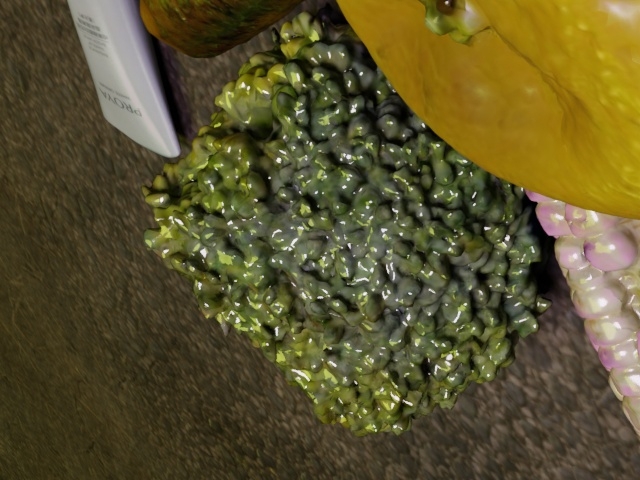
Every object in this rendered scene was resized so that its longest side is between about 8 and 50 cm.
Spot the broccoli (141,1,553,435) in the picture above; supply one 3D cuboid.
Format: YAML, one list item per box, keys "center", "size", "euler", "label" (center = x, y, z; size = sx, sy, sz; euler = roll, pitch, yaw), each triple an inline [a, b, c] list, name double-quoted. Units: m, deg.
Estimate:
- center: [-0.006, 0.006, 0.889]
  size: [0.242, 0.180, 0.273]
  euler: [56, 155, -5]
  label: "broccoli"

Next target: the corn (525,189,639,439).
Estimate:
- center: [0.137, -0.043, 0.658]
  size: [0.335, 0.126, 0.126]
  euler: [60, 154, -11]
  label: "corn"

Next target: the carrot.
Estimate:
- center: [-0.052, -0.158, 0.885]
  size: [0.082, 0.082, 0.173]
  euler: [56, 155, -5]
  label: "carrot"

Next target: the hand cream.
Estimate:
- center: [-0.151, -0.164, 1.080]
  size: [0.079, 0.048, 0.255]
  euler: [32, 148, 35]
  label: "hand cream"

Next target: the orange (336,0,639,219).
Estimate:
- center: [0.114, -0.132, 0.458]
  size: [0.279, 0.235, 0.279]
  euler: [48, 158, 27]
  label: "orange"
